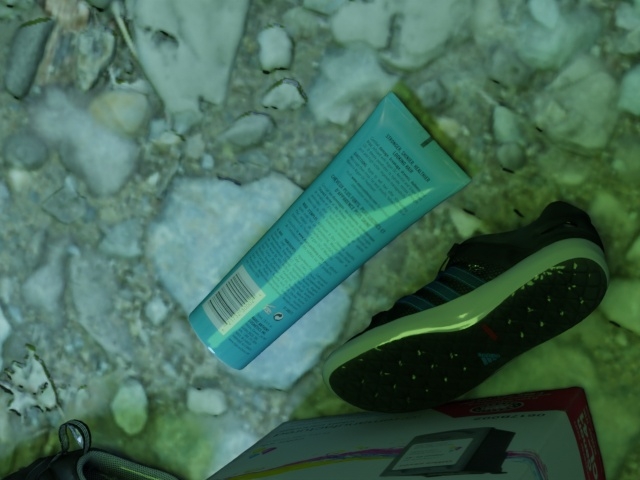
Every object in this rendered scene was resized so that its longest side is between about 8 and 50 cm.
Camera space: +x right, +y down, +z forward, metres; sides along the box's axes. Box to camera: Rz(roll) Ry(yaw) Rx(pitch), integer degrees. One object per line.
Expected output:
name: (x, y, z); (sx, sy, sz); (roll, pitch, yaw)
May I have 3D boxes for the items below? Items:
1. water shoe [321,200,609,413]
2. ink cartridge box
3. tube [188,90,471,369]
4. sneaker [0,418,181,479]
water shoe: (0.095, 0.046, 1.271); (0.203, 0.080, 0.073); (-25, 124, 17)
ink cartridge box: (0.040, 0.191, 1.181); (0.226, 0.306, 0.131); (-8, 95, 18)
tube: (0.000, 0.000, 1.307); (0.207, 0.052, 0.080); (-44, 88, 13)
sneaker: (-0.135, 0.254, 1.351); (0.153, 0.101, 0.268); (-43, 81, 20)
